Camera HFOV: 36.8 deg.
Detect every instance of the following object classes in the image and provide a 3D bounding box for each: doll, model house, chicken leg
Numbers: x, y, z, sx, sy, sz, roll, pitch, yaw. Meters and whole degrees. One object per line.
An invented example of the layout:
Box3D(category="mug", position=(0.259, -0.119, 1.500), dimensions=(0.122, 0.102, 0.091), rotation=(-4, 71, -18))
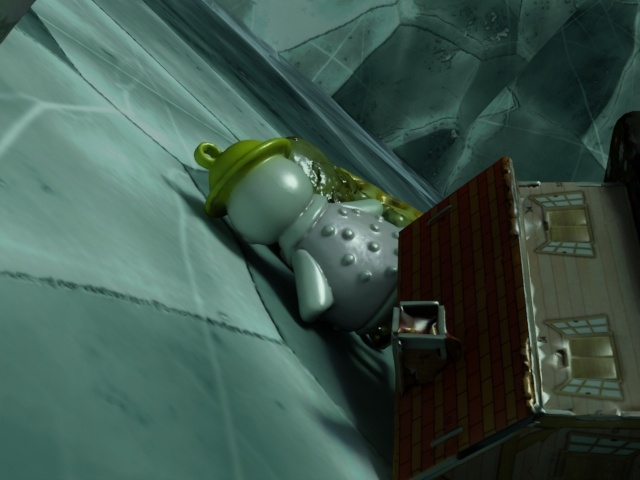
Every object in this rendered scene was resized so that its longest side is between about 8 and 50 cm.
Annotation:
Box3D(category="doll", position=(0.000, 0.000, 0.648), dimensions=(0.207, 0.081, 0.129), rotation=(38, 43, -3))
Box3D(category="model house", position=(0.118, 0.082, 0.550), dimensions=(0.294, 0.153, 0.207), rotation=(-83, 172, -47))
Box3D(category="chicken leg", position=(0.012, -0.001, 0.728), dimensions=(0.093, 0.070, 0.178), rotation=(-20, 66, -34))

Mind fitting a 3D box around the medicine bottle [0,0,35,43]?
Box3D(category="medicine bottle", position=(-0.141, -0.202, 0.281), dimensions=(0.241, 0.302, 0.241), rotation=(41, 10, -9))

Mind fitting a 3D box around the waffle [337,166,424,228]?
Box3D(category="waffle", position=(0.091, 0.010, 0.910), dimensions=(0.250, 0.056, 0.261), rotation=(40, -2, -40))
